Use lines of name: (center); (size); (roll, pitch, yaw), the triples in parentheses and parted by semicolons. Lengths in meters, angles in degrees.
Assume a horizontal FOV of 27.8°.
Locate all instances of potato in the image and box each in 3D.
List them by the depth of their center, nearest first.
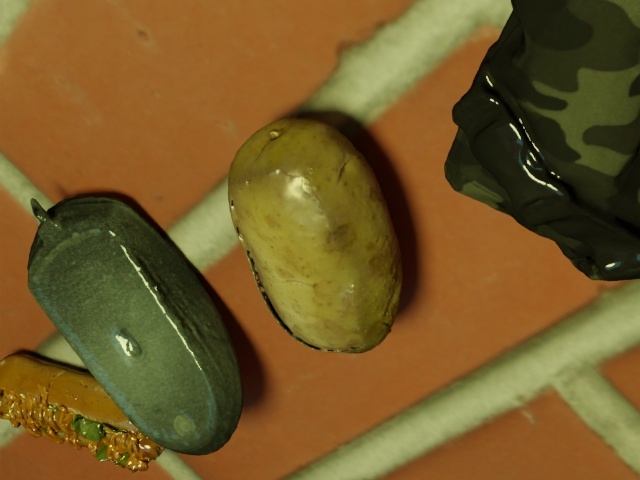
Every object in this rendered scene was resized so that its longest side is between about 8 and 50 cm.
potato: (0.000, 0.000, 0.817); (0.107, 0.080, 0.170); (-1, 129, 33)

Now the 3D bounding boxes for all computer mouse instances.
computer mouse: (-0.135, 0.056, 0.964); (0.113, 0.068, 0.229); (-34, 92, 27)

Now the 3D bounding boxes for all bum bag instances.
bum bag: (0.139, -0.112, 0.627); (0.144, 0.095, 0.340); (14, 138, 14)

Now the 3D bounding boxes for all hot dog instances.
hot dog: (-0.210, 0.144, 1.093); (0.188, 0.055, 0.072); (13, 132, 24)
